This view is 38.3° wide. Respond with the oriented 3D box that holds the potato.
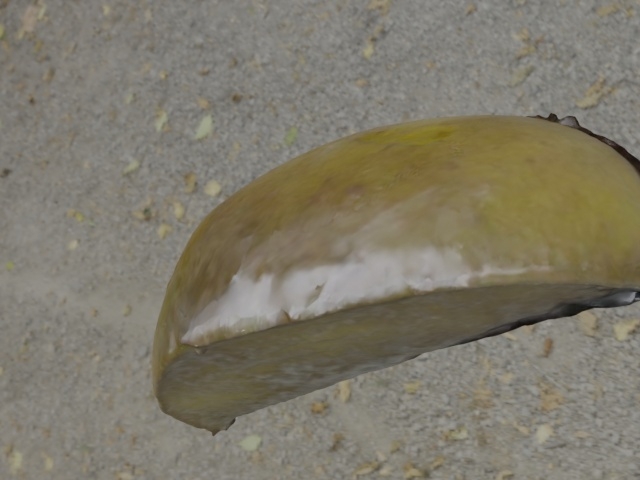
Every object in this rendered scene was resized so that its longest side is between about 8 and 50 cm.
[{"bbox_3d":[0.000,-0.001,0.383,0.261,0.100,0.120,-26,60,40],"label":"potato"}]
